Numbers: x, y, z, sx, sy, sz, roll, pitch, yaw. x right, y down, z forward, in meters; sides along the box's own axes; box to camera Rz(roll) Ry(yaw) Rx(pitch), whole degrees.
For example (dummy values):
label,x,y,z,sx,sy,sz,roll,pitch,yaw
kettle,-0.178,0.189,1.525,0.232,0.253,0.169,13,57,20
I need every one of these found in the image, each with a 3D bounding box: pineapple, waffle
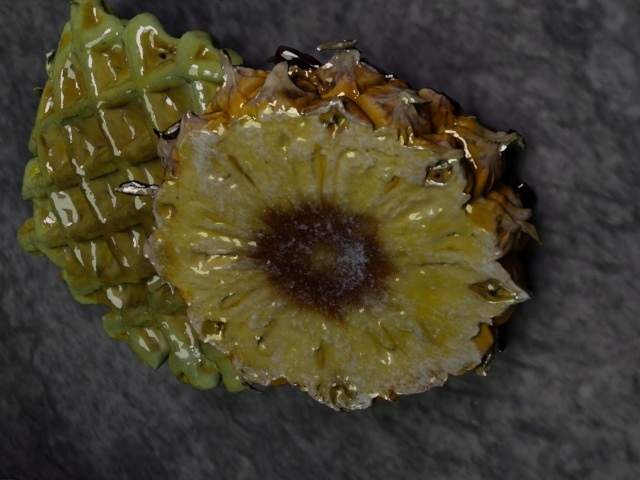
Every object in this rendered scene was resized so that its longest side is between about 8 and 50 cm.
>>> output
label,x,y,z,sx,sy,sz,roll,pitch,yaw
pineapple,0.000,0.000,0.849,0.221,0.047,0.221,10,124,15
waffle,-0.083,-0.022,0.951,0.208,0.054,0.214,32,130,19

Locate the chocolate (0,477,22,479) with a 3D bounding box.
label,x,y,z,sx,sy,sz,roll,pitch,yaw
chocolate,-0.225,0.270,1.119,0.303,0.213,0.303,24,128,35
